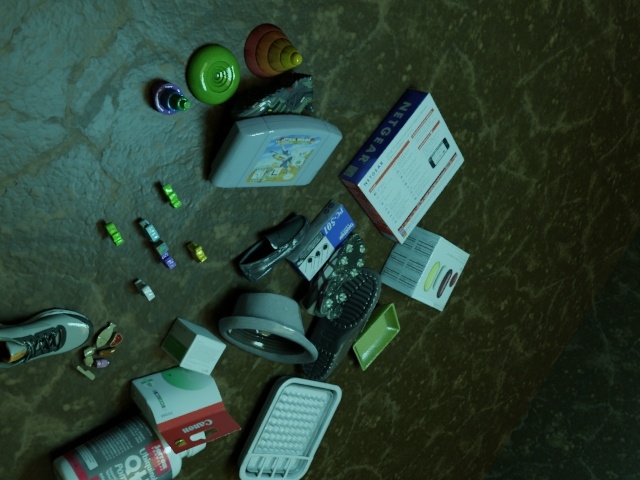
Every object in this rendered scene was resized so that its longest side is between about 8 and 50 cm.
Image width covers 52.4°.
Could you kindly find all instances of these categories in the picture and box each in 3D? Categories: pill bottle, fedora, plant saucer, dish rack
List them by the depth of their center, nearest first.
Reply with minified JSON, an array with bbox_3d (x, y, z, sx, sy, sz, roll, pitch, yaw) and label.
[{"bbox_3d":[-0.437,0.509,1.518,0.318,0.176,0.176,-25,125,-32],"label":"pill bottle"},{"bbox_3d":[-0.127,0.211,1.662,0.275,0.243,0.124,33,57,-37],"label":"fedora"},{"bbox_3d":[-0.099,0.554,1.927,0.285,0.072,0.333,24,93,-45],"label":"dish rack"},{"bbox_3d":[0.165,0.294,2.042,0.188,0.045,0.188,-46,147,-16],"label":"plant saucer"}]

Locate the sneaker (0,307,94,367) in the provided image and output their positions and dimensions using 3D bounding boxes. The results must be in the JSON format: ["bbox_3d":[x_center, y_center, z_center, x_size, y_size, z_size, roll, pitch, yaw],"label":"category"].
[{"bbox_3d":[-0.580,0.205,1.288,0.271,0.108,0.100,-4,111,-43],"label":"sneaker"}]

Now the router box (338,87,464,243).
[{"bbox_3d":[0.244,-0.208,1.862,0.335,0.082,0.301,-52,135,-11],"label":"router box"}]

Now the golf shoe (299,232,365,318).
[{"bbox_3d":[0.032,0.087,1.805,0.105,0.120,0.273,53,54,-37],"label":"golf shoe"}]

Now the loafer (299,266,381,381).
[{"bbox_3d":[0.061,0.236,1.901,0.366,0.133,0.130,-58,163,9],"label":"loafer"}]

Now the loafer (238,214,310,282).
[{"bbox_3d":[-0.115,0.011,1.643,0.223,0.076,0.078,-43,141,-14],"label":"loafer"}]

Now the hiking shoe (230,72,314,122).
[{"bbox_3d":[-0.097,-0.295,1.471,0.226,0.086,0.114,-31,126,-28],"label":"hiking shoe"}]

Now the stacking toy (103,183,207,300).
[{"bbox_3d":[-0.362,0.006,1.436,0.167,0.052,0.221,-39,130,-25],"label":"stacking toy"}]

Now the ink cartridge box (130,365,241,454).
[{"bbox_3d":[-0.317,0.386,1.532,0.181,0.224,0.056,-11,121,-40],"label":"ink cartridge box"}]

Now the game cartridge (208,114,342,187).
[{"bbox_3d":[-0.095,-0.205,1.507,0.297,0.062,0.198,-7,151,-40],"label":"game cartridge"}]

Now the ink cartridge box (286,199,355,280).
[{"bbox_3d":[0.000,0.000,1.766,0.207,0.046,0.097,-50,136,-13],"label":"ink cartridge box"}]

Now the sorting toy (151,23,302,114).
[{"bbox_3d":[-0.177,-0.350,1.375,0.365,0.126,0.127,-33,129,-28],"label":"sorting toy"}]

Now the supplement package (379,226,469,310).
[{"bbox_3d":[0.324,0.084,2.032,0.194,0.149,0.203,25,91,-46],"label":"supplement package"}]

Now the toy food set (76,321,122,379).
[{"bbox_3d":[-0.491,0.247,1.455,0.122,0.019,0.078,-53,136,-21],"label":"toy food set"}]

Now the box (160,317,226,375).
[{"bbox_3d":[-0.307,0.256,1.567,0.102,0.101,0.087,34,85,-46],"label":"box"}]
